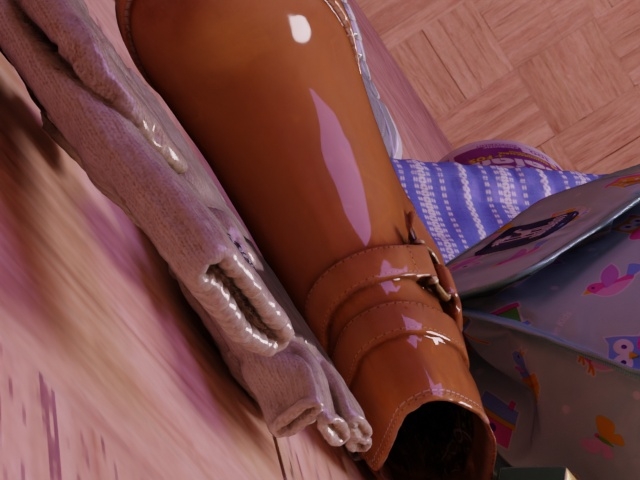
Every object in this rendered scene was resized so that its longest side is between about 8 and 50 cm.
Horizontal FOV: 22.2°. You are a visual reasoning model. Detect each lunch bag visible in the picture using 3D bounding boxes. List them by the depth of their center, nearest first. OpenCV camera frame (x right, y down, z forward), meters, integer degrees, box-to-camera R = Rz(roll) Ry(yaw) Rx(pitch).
[{"bbox_3d":[0.184,0.058,1.002,0.262,0.223,0.160,26,-50,31],"label":"lunch bag"}]

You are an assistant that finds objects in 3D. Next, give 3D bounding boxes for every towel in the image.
[{"bbox_3d":[0.173,0.018,1.189,0.243,0.336,0.040,-112,-148,-47],"label":"towel"}]

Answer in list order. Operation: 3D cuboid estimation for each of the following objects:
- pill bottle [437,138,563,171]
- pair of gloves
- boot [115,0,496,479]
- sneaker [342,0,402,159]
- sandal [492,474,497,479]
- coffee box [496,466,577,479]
[{"bbox_3d":[0.172,0.021,1.463,0.169,0.169,0.301,56,8,-15],"label":"pill bottle"},{"bbox_3d":[-0.061,-0.011,0.642,0.204,0.042,0.240,55,0,26],"label":"pair of gloves"},{"bbox_3d":[0.000,0.000,0.805,0.283,0.109,0.220,65,5,-51],"label":"boot"},{"bbox_3d":[-0.007,-0.153,1.352,0.229,0.086,0.132,60,11,10],"label":"sneaker"},{"bbox_3d":[0.132,0.154,1.158,0.240,0.088,0.079,-97,-174,-55],"label":"sandal"},{"bbox_3d":[0.136,0.205,0.850,0.184,0.040,0.113,50,44,-45],"label":"coffee box"}]
